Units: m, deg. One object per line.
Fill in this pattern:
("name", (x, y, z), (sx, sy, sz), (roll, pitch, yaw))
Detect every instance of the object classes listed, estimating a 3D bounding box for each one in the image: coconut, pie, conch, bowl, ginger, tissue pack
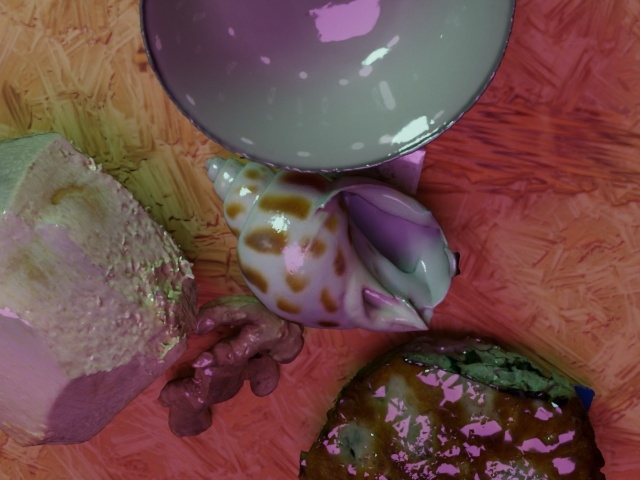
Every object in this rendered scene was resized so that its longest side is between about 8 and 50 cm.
("coconut", (-0.298, 0.032, 1.217), (0.297, 0.297, 0.309), (-36, 112, 22))
("pie", (0.154, 0.256, 1.346), (0.355, 0.103, 0.288), (13, 118, 8))
("conch", (0.000, 0.000, 1.235), (0.275, 0.149, 0.183), (34, 89, -20))
("bowl", (0.004, -0.242, 1.095), (0.337, 0.157, 0.337), (-2, 127, -3))
("ginger", (-0.104, 0.156, 1.363), (0.149, 0.065, 0.258), (2, 138, -22))
("tissue pack", (0.055, -0.086, 1.255), (0.108, 0.023, 0.056), (12, 118, 2))

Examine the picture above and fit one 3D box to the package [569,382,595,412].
("package", (0.221, 0.225, 1.385), (0.173, 0.027, 0.171), (11, 118, 8))
